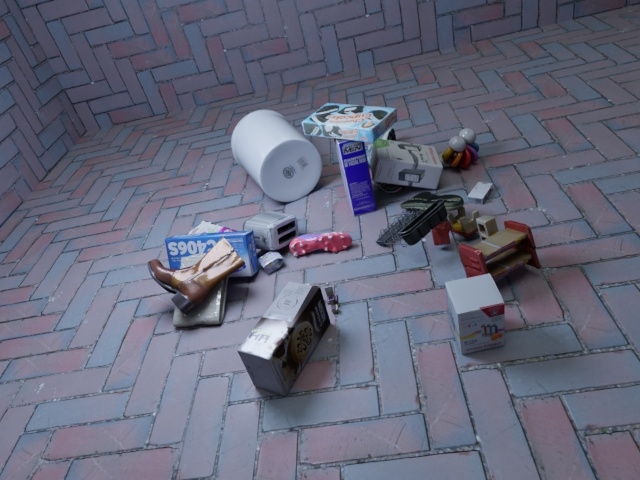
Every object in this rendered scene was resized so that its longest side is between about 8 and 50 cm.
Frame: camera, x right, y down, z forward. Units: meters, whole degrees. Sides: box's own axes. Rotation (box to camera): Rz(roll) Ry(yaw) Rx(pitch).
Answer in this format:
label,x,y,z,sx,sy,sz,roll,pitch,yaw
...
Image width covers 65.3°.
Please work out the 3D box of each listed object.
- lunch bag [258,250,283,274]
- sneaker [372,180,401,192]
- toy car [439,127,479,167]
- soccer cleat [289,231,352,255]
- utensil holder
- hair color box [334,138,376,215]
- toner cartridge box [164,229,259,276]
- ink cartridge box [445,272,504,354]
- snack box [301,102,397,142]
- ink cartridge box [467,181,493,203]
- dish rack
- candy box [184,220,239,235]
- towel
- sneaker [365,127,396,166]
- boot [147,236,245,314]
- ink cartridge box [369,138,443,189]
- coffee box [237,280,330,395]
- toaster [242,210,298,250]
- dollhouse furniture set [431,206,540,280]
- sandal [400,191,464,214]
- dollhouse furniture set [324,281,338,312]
label,x,y,z,sx,sy,sz,roll,pitch,yaw
lunch bag,-0.185,0.081,1.906,0.083,0.053,0.071,-35,36,-9
sneaker,0.282,-0.261,2.165,0.063,0.074,0.170,-30,38,-19
toy car,0.615,-0.382,2.163,0.182,0.159,0.136,-37,75,-28
soccer cleat,0.000,0.000,1.923,0.248,0.083,0.095,-11,31,12
utensil holder,-0.208,-0.394,2.330,0.328,0.327,0.385,-25,39,-12
hair color box,0.137,-0.294,2.038,0.110,0.338,0.185,-16,35,2
toner cartridge box,-0.419,0.056,1.922,0.348,0.165,0.075,-4,13,17
ink cartridge box,0.430,0.206,1.390,0.128,0.176,0.127,-14,38,5
snack box,0.110,-0.458,1.924,0.322,0.060,0.187,15,45,34
ink cartridge box,0.631,-0.189,1.971,0.063,0.029,0.115,13,44,35
dish rack,0.314,-0.059,1.806,0.208,0.074,0.271,-37,16,-20
candy box,-0.460,0.008,2.094,0.233,0.071,0.159,17,48,37
towel,-0.431,0.174,1.805,0.187,0.049,0.282,-7,61,14
sneaker,0.276,-0.451,2.400,0.122,0.110,0.283,5,40,32
boot,-0.446,0.082,1.776,0.280,0.096,0.264,-44,59,-9
ink cartridge box,0.358,-0.325,2.112,0.273,0.114,0.198,6,37,-5
coffee box,-0.098,0.284,1.496,0.119,0.168,0.297,8,42,30
toaster,-0.188,-0.041,1.987,0.146,0.129,0.227,10,24,34
dollhouse furniture set,0.515,0.022,1.666,0.201,0.152,0.374,-25,19,-12
sandal,0.416,-0.124,1.905,0.120,0.086,0.303,-28,21,-24
dollhouse furniture set,-0.005,0.191,1.659,0.114,0.081,0.091,-11,35,7
